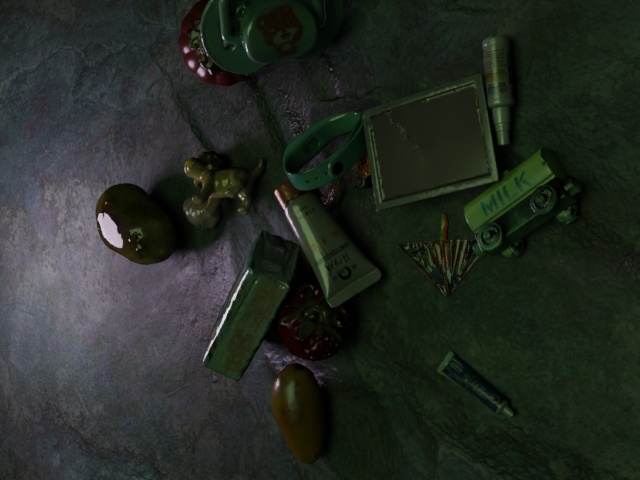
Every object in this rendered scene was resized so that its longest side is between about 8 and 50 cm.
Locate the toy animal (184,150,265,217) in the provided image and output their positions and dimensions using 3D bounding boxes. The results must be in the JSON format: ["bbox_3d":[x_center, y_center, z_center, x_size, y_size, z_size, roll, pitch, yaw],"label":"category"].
[{"bbox_3d":[-0.267,-0.155,2.155,0.233,0.121,0.169,9,66,33],"label":"toy animal"}]

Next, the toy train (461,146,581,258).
[{"bbox_3d":[0.392,-0.075,1.620,0.253,0.105,0.157,-40,53,35],"label":"toy train"}]

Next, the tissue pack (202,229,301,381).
[{"bbox_3d":[-0.169,0.159,2.016,0.127,0.228,0.311,25,115,-5],"label":"tissue pack"}]

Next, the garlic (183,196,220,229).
[{"bbox_3d":[-0.329,-0.078,2.245,0.113,0.074,0.094,13,90,23],"label":"garlic"}]

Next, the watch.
[{"bbox_3d":[0.016,-0.212,1.867,0.195,0.237,0.068,24,151,54],"label":"watch"}]

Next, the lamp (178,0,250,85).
[{"bbox_3d":[-0.246,-0.507,2.074,0.226,0.226,0.227,2,94,40],"label":"lamp"}]

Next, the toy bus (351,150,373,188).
[{"bbox_3d":[0.136,-0.178,1.843,0.162,0.069,0.074,-35,69,35],"label":"toy bus"}]

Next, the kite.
[{"bbox_3d":[0.261,0.033,1.784,0.241,0.014,0.184,3,93,42],"label":"kite"}]

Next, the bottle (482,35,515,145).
[{"bbox_3d":[0.361,-0.301,1.650,0.060,0.060,0.217,-4,88,41],"label":"bottle"}]

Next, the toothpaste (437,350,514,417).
[{"bbox_3d":[0.331,0.310,1.725,0.197,0.034,0.057,38,99,35],"label":"toothpaste"}]

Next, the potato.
[{"bbox_3d":[-0.536,-0.039,2.359,0.307,0.173,0.210,32,110,38],"label":"potato"}]

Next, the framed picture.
[{"bbox_3d":[0.227,-0.202,1.720,0.293,0.018,0.231,-12,82,34],"label":"framed picture"}]

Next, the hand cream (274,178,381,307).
[{"bbox_3d":[0.000,0.000,1.899,0.139,0.089,0.314,-35,75,-3],"label":"hand cream"}]

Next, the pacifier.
[{"bbox_3d":[-0.126,-0.547,1.898,0.288,0.343,0.269,90,159,-47],"label":"pacifier"}]

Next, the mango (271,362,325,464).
[{"bbox_3d":[-0.052,0.426,2.009,0.138,0.113,0.254,-8,94,37],"label":"mango"}]

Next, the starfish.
[{"bbox_3d":[0.007,-0.036,1.979,0.138,0.050,0.248,5,103,40],"label":"starfish"}]

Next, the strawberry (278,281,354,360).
[{"bbox_3d":[-0.017,0.202,1.940,0.187,0.184,0.201,62,155,14],"label":"strawberry"}]

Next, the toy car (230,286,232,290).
[{"bbox_3d":[-0.206,0.155,2.181,0.093,0.025,0.041,46,118,26],"label":"toy car"}]
